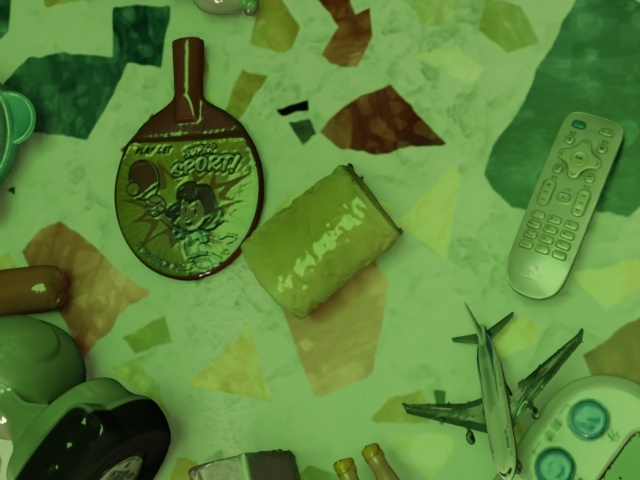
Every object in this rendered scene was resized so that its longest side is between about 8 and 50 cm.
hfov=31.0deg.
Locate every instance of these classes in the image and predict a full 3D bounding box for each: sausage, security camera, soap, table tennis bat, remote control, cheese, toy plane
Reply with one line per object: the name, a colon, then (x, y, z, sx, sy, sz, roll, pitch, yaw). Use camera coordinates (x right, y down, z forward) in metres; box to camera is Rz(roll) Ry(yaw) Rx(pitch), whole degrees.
sausage: (-0.398, 0.067, 1.490, 0.154, 0.062, 0.062, -6, 79, 16)
security camera: (-0.333, 0.203, 1.385, 0.277, 0.191, 0.197, 39, 98, 21)
soap: (-0.058, 0.367, 1.280, 0.081, 0.181, 0.259, -16, 78, 14)
table tennis bat: (-0.167, -0.103, 1.467, 0.200, 0.038, 0.310, -3, 84, 15)
remote control: (0.279, -0.037, 1.320, 0.073, 0.044, 0.229, 18, 78, 24)
cheese: (0.000, 0.000, 1.367, 0.167, 0.094, 0.123, -38, 75, 8)
toy plane: (0.190, 0.169, 1.259, 0.226, 0.058, 0.226, -26, 47, 20)

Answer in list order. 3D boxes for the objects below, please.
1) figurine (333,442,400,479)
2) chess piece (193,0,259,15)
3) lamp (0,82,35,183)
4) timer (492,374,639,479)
figurine: (0.093, 0.341, 1.259, 0.174, 0.116, 0.240, -32, 55, 9)
chess piece: (-0.196, -0.362, 1.482, 0.271, 0.139, 0.139, 29, 90, 7)
lamp: (-0.527, -0.154, 1.520, 0.284, 0.147, 0.209, 28, 91, 19)
timer: (0.309, 0.290, 1.231, 0.237, 0.087, 0.262, 35, 92, 19)
